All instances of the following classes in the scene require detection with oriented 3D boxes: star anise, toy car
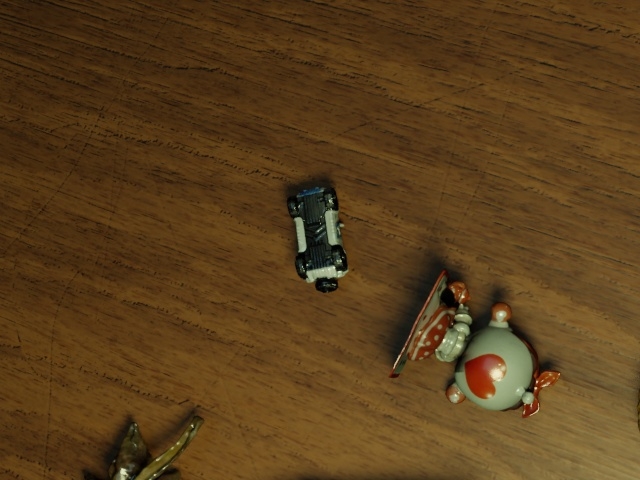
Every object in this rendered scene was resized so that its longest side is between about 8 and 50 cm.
[{"bbox_3d":[-0.308,0.451,1.998,0.349,0.109,0.292,-26,78,10],"label":"star anise"},{"bbox_3d":[0.000,0.000,2.010,0.080,0.070,0.170,-12,74,14],"label":"toy car"}]

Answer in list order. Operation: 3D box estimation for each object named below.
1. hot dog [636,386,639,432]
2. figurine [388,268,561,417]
[{"bbox_3d":[0.633,0.263,1.710,0.387,0.174,0.267,27,86,21],"label":"hot dog"},{"bbox_3d":[0.247,0.177,1.871,0.226,0.160,0.183,27,88,11],"label":"figurine"}]
